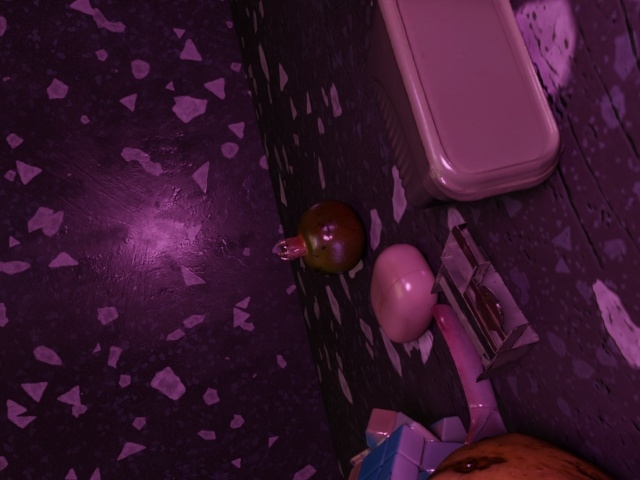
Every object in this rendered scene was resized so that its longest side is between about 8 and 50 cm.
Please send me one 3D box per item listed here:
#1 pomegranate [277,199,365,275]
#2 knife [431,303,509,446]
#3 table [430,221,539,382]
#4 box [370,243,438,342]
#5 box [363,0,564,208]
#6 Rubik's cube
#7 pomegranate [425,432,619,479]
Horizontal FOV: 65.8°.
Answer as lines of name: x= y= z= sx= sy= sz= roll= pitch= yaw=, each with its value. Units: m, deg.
pomegranate: x=0.000 y=0.000 z=1.153 sx=0.180 sy=0.210 sz=0.180 roll=169 pitch=90 yaw=-75
knife: x=0.226 y=0.208 z=0.719 sx=0.053 sy=0.123 sz=0.278 roll=-44 pitch=42 yaw=39
table: x=0.210 y=0.079 z=0.635 sx=0.175 sy=0.062 sz=0.146 roll=92 pitch=160 yaw=-55
box: x=0.146 y=0.097 z=0.884 sx=0.200 sy=0.088 sz=0.146 roll=90 pitch=161 yaw=-51
box: x=0.140 y=-0.160 z=0.559 sx=0.178 sy=0.138 sz=0.274 roll=105 pitch=152 yaw=-78
Rubik's cube: x=0.162 y=0.397 z=0.830 sx=0.265 sy=0.224 sz=0.213 roll=-55 pitch=-1 yaw=34
pomegranate: x=0.199 y=0.338 z=0.478 sx=0.281 sy=0.281 sz=0.281 roll=166 pitch=90 yaw=-78
